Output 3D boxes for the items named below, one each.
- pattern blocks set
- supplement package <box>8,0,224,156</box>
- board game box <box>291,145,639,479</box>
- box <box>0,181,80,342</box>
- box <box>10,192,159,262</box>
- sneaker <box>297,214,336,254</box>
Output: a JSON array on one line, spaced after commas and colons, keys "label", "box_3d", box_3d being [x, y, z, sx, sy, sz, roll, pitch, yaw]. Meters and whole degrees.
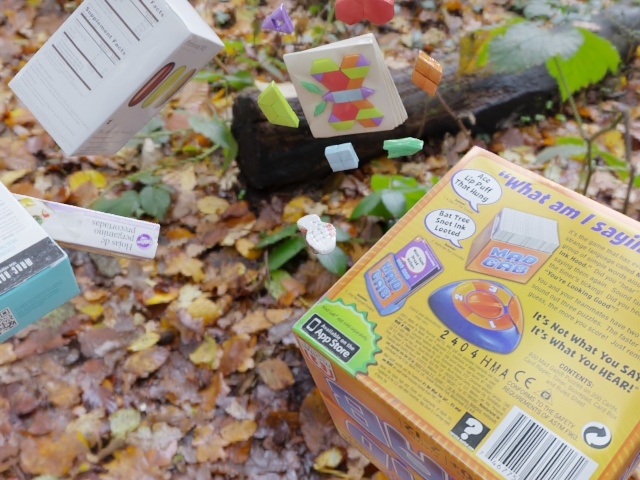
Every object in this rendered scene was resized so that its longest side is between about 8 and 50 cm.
[{"label": "pattern blocks set", "box_3d": [0.038, -0.226, 0.983, 0.286, 0.325, 0.026, -14, 49, 29]}, {"label": "supplement package", "box_3d": [-0.281, -0.247, 0.918, 0.134, 0.244, 0.139, 50, 15, 0]}, {"label": "board game box", "box_3d": [0.242, 0.171, 0.849, 0.357, 0.356, 0.356, 34, 67, 33]}, {"label": "box", "box_3d": [-0.338, -0.015, 0.610, 0.101, 0.060, 0.244, -36, 63, -28]}, {"label": "box", "box_3d": [-0.438, -0.026, 1.092, 0.324, 0.063, 0.067, 13, -13, -24]}, {"label": "sneaker", "box_3d": [0.000, 0.000, 1.329, 0.061, 0.064, 0.158, -20, 27, -7]}]
